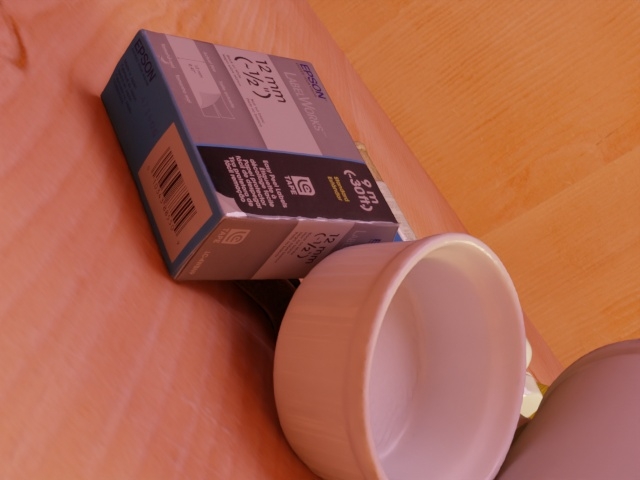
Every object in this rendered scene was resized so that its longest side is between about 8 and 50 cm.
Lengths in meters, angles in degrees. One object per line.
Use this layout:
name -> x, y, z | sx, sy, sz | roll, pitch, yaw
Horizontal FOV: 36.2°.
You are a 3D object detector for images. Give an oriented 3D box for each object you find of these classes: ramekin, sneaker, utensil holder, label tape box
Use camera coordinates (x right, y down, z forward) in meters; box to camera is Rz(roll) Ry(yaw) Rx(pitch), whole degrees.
ramekin -> 0.080, 0.129, 0.982 | 0.277, 0.135, 0.277 | -3, 94, -48
sneaker -> -0.037, 0.065, 1.114 | 0.192, 0.064, 0.086 | 54, 14, -14
utensil holder -> 0.335, 0.326, 1.079 | 0.327, 0.328, 0.385 | 58, 35, 3
label tape box -> -0.035, -0.085, 1.074 | 0.348, 0.115, 0.249 | 0, 52, -40

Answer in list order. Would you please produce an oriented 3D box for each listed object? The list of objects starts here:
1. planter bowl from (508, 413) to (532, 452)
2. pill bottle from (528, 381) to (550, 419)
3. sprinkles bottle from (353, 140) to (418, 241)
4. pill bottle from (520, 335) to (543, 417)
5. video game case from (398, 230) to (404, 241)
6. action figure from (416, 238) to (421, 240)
planter bowl -> 0.209, 0.287, 1.346 | 0.109, 0.162, 0.162 | 33, -2, 34
pill bottle -> 0.405, 0.322, 1.783 | 0.209, 0.119, 0.119 | 14, -15, 34
sprinkles bottle -> 0.102, 0.006, 1.635 | 0.355, 0.121, 0.121 | 62, 14, 20
pill bottle -> 0.257, 0.167, 1.702 | 0.176, 0.176, 0.318 | 39, 22, -54
video game case -> 0.044, -0.035, 1.549 | 0.143, 0.019, 0.157 | -15, 66, -31
action figure -> 0.148, 0.107, 1.449 | 0.275, 0.164, 0.141 | 48, 18, -7
